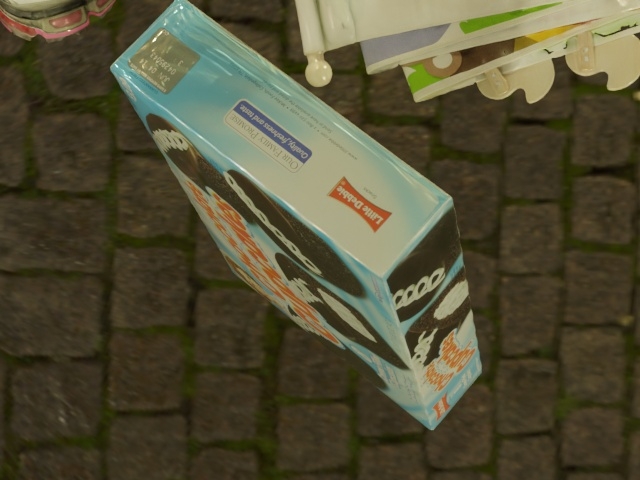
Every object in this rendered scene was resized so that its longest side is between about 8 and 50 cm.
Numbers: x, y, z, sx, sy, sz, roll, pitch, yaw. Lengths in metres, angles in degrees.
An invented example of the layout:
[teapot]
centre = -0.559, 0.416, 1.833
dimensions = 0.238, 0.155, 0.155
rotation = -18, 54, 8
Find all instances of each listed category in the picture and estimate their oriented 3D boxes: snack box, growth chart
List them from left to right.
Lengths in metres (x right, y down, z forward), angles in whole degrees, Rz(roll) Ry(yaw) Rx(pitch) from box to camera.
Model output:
[snack box]
centre = 0.000, 0.000, 0.893
dimensions = 0.187, 0.322, 0.060
rotation = 38, 79, 20
[growth chart]
centre = 0.090, -0.160, 0.864
dimensions = 0.237, 0.021, 0.172
rotation = -5, 87, 11

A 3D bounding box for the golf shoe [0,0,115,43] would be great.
[golf shoe]
centre = -0.103, -0.186, 0.840
dimensions = 0.186, 0.086, 0.067
rotation = -40, 69, -21
